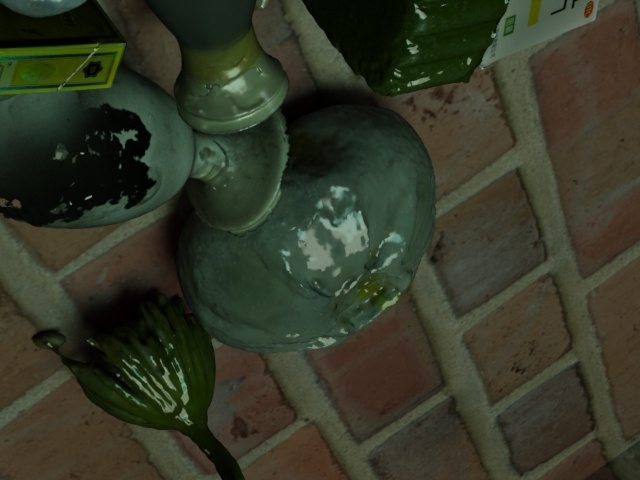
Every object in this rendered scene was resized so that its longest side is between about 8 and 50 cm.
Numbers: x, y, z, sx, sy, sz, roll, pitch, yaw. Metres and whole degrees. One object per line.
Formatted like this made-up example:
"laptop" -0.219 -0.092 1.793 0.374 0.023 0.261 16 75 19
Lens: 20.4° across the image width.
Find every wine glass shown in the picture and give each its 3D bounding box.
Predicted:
"wine glass" -0.205 -0.099 1.922 0.357 0.190 0.190 3 130 -51

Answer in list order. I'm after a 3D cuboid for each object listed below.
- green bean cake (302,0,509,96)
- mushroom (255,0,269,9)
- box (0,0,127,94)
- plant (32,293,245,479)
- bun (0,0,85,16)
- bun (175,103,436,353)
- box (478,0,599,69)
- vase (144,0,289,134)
"green bean cake" 0.088 -0.311 1.864 0.156 0.247 0.250 -17 143 -28
"mushroom" -0.099 -0.331 1.824 0.094 0.072 0.210 -21 132 -15
"box" -0.316 -0.206 1.717 0.220 0.141 0.064 -5 135 -38
"plant" -0.189 0.237 2.241 0.180 0.333 0.251 -33 163 23
"bun" -0.274 -0.279 1.693 0.140 0.141 0.083 -10 177 -35
"bun" 0.000 0.000 2.206 0.362 0.211 0.362 -26 147 -19
"box" 0.225 -0.377 2.007 0.173 0.145 0.333 -25 145 -21
"vase" -0.119 -0.258 1.739 0.173 0.173 0.321 -27 138 -15
